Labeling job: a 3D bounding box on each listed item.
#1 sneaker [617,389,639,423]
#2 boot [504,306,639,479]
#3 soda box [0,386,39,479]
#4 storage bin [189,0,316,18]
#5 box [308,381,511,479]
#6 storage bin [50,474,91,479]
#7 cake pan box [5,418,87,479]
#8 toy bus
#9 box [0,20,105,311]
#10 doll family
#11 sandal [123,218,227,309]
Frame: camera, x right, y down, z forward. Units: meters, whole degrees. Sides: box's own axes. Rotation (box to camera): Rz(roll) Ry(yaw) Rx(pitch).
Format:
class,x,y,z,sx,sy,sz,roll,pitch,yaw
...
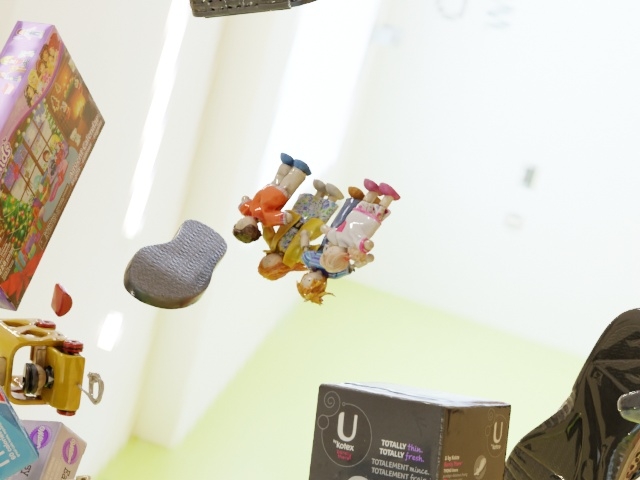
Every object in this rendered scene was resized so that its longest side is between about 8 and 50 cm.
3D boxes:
class,x,y,z,sx,sy,sz,roll,pitch,yaw
sneaker,0.415,0.209,1.773,0.083,0.223,0.098,138,138,-71
boot,0.388,0.221,2.063,0.284,0.138,0.377,-8,-48,-46
soda box,-0.411,0.181,1.996,0.071,0.210,0.067,-30,3,-9
storage bin,-0.016,-0.237,1.294,0.180,0.122,0.084,-38,-61,-47
box,0.086,0.292,1.792,0.143,0.165,0.270,5,-89,-54
storage bin,-0.325,0.353,1.537,0.123,0.262,0.260,67,-156,-49
cake pan box,-0.434,0.336,2.087,0.070,0.245,0.267,55,-135,-49
toy bus,-0.381,0.168,2.237,0.202,0.104,0.191,-52,47,46
box,-0.366,-0.090,2.063,0.201,0.057,0.293,68,-143,-55
doll family,0.000,0.000,2.249,0.163,0.263,0.118,-55,-46,-17
sandal,-0.183,0.043,2.189,0.054,0.097,0.254,-55,-6,21
